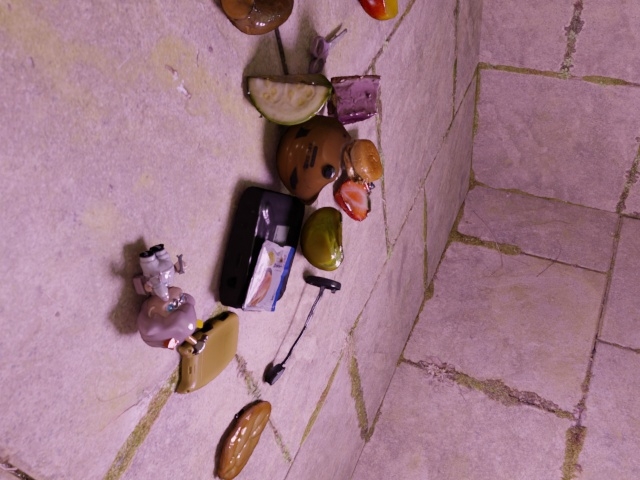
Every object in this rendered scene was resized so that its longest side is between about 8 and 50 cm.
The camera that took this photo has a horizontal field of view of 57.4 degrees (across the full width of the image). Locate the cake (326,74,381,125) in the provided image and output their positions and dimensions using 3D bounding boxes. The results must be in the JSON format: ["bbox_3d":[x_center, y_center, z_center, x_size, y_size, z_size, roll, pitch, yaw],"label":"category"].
[{"bbox_3d":[0.053,-0.359,1.508,0.295,0.113,0.116,-160,-112,-74],"label":"cake"}]

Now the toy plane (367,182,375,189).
[{"bbox_3d":[0.163,-0.221,2.034,0.135,0.062,0.188,-171,-88,-84],"label":"toy plane"}]

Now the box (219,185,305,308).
[{"bbox_3d":[-0.134,0.022,1.451,0.289,0.073,0.290,5,99,-68],"label":"box"}]

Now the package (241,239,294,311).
[{"bbox_3d":[-0.122,0.087,1.389,0.173,0.027,0.171,17,89,-66],"label":"package"}]

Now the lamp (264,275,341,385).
[{"bbox_3d":[-0.078,0.259,1.788,0.371,0.108,0.130,-56,167,-9],"label":"lamp"}]

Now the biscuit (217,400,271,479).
[{"bbox_3d":[-0.210,0.558,1.654,0.260,0.041,0.203,-49,146,-45],"label":"biscuit"}]

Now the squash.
[{"bbox_3d":[-0.081,-0.344,1.398,0.288,0.203,0.111,-110,-155,-67],"label":"squash"}]

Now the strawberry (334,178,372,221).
[{"bbox_3d":[0.099,-0.134,1.912,0.187,0.082,0.146,16,67,-54],"label":"strawberry"}]

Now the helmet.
[{"bbox_3d":[-0.037,-0.211,1.431,0.130,0.198,0.224,24,95,-25],"label":"helmet"}]

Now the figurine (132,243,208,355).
[{"bbox_3d":[-0.293,0.120,1.096,0.137,0.112,0.229,-51,136,-61],"label":"figurine"}]

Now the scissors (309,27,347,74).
[{"bbox_3d":[0.022,-0.517,1.554,0.110,0.021,0.212,93,23,-45],"label":"scissors"}]

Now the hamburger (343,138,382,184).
[{"bbox_3d":[0.135,-0.251,1.868,0.138,0.083,0.147,-15,90,-49],"label":"hamburger"}]

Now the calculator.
[{"bbox_3d":[-0.251,0.258,1.375,0.236,0.033,0.157,-33,133,-62],"label":"calculator"}]

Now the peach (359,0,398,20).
[{"bbox_3d":[0.164,-0.695,1.663,0.151,0.118,0.151,168,-90,-83],"label":"peach"}]

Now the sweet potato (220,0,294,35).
[{"bbox_3d":[-0.107,-0.483,1.182,0.286,0.085,0.112,-50,143,-48],"label":"sweet potato"}]

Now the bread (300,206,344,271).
[{"bbox_3d":[0.000,0.000,1.608,0.383,0.112,0.166,131,-43,-88],"label":"bread"}]
